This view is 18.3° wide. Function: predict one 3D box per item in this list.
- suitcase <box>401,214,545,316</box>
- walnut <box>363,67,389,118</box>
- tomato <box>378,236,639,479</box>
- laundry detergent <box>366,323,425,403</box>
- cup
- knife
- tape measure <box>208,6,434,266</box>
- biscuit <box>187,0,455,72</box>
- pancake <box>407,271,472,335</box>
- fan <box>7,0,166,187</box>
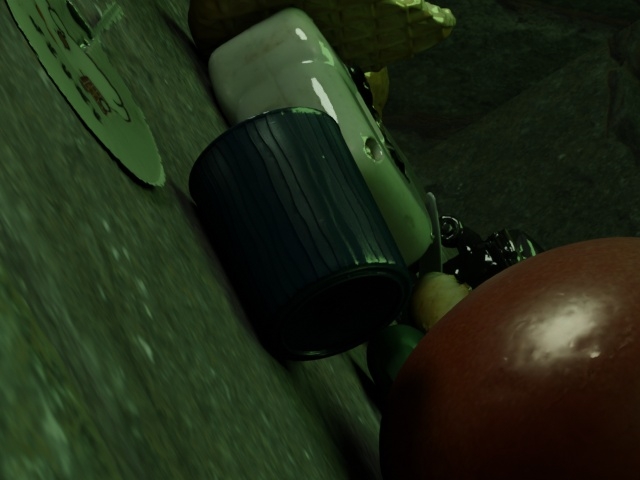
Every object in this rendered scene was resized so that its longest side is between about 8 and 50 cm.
[{"bbox_3d":[0.261,0.186,2.270,0.434,0.194,0.283,62,7,24],"label":"suitcase"},{"bbox_3d":[0.013,-0.175,2.309,0.144,0.144,0.180,61,-3,24],"label":"walnut"},{"bbox_3d":[0.207,0.150,1.388,0.321,0.321,0.321,57,6,-9],"label":"tomato"},{"bbox_3d":[0.105,0.173,1.651,0.211,0.063,0.137,65,3,40],"label":"laundry detergent"},{"bbox_3d":[-0.006,0.004,1.358,0.138,0.113,0.150,64,10,31],"label":"cup"},{"bbox_3d":[0.110,0.045,2.019,0.244,0.032,0.058,95,-22,-52],"label":"knife"},{"bbox_3d":[0.010,-0.086,1.898,0.265,0.130,0.258,62,5,29],"label":"tape measure"},{"bbox_3d":[-0.015,-0.211,1.946,0.309,0.204,0.040,19,50,-53],"label":"biscuit"},{"bbox_3d":[0.172,0.204,1.888,0.387,0.082,0.387,155,-90,-89],"label":"pancake"},{"bbox_3d":[-0.154,-0.131,1.315,0.191,0.009,0.329,55,9,-14],"label":"fan"}]
